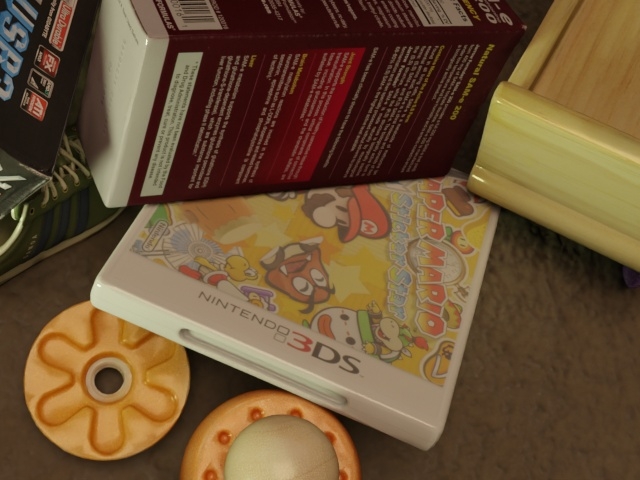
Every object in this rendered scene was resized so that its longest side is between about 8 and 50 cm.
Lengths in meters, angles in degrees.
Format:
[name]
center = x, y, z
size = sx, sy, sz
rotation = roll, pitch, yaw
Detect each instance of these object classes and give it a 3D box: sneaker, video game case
[sneaker]
center = -0.178, -0.029, 0.680
size = 0.192, 0.086, 0.064
rotation = -38, 81, -16
[video game case]
center = 0.000, 0.000, 0.671
size = 0.206, 0.026, 0.227
rotation = 24, 42, 1

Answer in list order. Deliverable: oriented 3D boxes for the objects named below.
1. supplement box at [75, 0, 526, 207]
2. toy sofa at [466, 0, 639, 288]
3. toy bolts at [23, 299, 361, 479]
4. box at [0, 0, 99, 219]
[supplement box]
center = -0.012, -0.096, 0.646
size = 0.239, 0.130, 0.073
rotation = -6, 52, -28
[toy sofa]
center = 0.243, -0.157, 0.736
size = 0.150, 0.177, 0.362
rotation = 27, 72, 11
[toy bolts]
center = -0.112, 0.140, 0.597
size = 0.218, 0.158, 0.228
rotation = 42, 73, 6
[box]
center = -0.257, -0.199, 0.603
size = 0.293, 0.073, 0.295
rotation = 36, 42, -34
